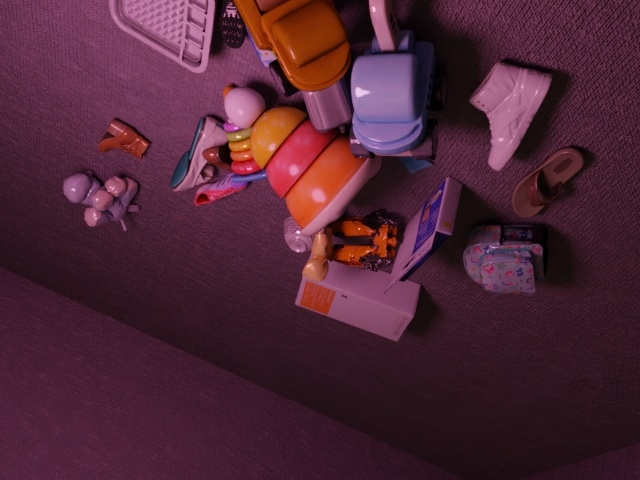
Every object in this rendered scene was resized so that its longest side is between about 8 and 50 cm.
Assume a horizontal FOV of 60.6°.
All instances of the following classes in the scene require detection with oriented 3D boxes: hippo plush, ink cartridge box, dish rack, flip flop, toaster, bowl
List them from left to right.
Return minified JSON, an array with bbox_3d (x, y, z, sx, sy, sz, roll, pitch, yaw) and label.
[{"bbox_3d":[-0.887,-0.201,2.213,0.236,0.234,0.294,36,-174,10],"label":"hippo plush"},{"bbox_3d":[-0.419,-0.644,1.483,0.332,0.072,0.286,31,143,3],"label":"dish rack"},{"bbox_3d":[-0.077,-0.007,2.102,0.169,0.080,0.170,13,141,11],"label":"bowl"},{"bbox_3d":[0.013,-0.397,1.481,0.129,0.227,0.147,-19,130,7],"label":"toaster"},{"bbox_3d":[0.325,-0.001,1.725,0.072,0.307,0.304,26,143,-7],"label":"ink cartridge box"},{"bbox_3d":[0.646,-0.154,1.570,0.112,0.080,0.277,27,142,-6],"label":"flip flop"}]

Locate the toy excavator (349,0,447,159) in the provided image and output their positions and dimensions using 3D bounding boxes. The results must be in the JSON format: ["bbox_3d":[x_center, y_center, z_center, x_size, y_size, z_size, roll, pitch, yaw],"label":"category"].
[{"bbox_3d":[0.169,-0.448,1.308,0.222,0.434,0.445,6,168,20],"label":"toy excavator"}]

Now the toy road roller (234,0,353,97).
[{"bbox_3d":[-0.051,-0.509,1.264,0.202,0.240,0.330,-29,102,-3],"label":"toy road roller"}]

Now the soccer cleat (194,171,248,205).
[{"bbox_3d":[-0.364,-0.185,2.017,0.247,0.095,0.083,-10,132,35],"label":"soccer cleat"}]

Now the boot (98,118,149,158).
[{"bbox_3d":[-0.727,-0.347,2.022,0.152,0.073,0.197,33,144,-20],"label":"boot"}]

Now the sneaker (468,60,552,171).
[{"bbox_3d":[0.462,-0.329,1.442,0.169,0.108,0.293,20,133,6],"label":"sneaker"}]

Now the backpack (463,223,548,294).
[{"bbox_3d":[0.594,0.059,1.779,0.253,0.191,0.225,5,140,28],"label":"backpack"}]

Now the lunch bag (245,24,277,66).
[{"bbox_3d":[-0.114,-0.542,1.466,0.128,0.096,0.151,2,128,24],"label":"lunch bag"}]

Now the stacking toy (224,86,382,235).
[{"bbox_3d":[-0.087,-0.280,1.621,0.480,0.351,0.350,42,139,-7],"label":"stacking toy"}]

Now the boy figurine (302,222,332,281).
[{"bbox_3d":[0.000,0.000,1.912,0.092,0.286,0.177,10,176,3],"label":"boy figurine"}]

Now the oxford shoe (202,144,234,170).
[{"bbox_3d":[-0.326,-0.273,1.825,0.075,0.076,0.212,-1,172,15],"label":"oxford shoe"}]

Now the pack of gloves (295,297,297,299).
[{"bbox_3d":[0.003,0.273,2.406,0.194,0.046,0.232,26,166,-7],"label":"pack of gloves"}]

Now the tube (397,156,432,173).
[{"bbox_3d":[0.247,-0.276,1.651,0.080,0.052,0.207,-15,134,44],"label":"tube"}]

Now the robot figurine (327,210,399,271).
[{"bbox_3d":[0.151,0.003,1.927,0.290,0.211,0.085,1,174,37],"label":"robot figurine"}]

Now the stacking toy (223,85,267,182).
[{"bbox_3d":[-0.244,-0.345,1.742,0.165,0.175,0.302,-5,124,26],"label":"stacking toy"}]

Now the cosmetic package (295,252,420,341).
[{"bbox_3d":[0.144,0.218,2.199,0.452,0.162,0.230,19,142,3],"label":"cosmetic package"}]

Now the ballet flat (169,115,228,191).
[{"bbox_3d":[-0.417,-0.276,1.924,0.139,0.139,0.400,32,140,-12],"label":"ballet flat"}]

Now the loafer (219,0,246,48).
[{"bbox_3d":[-0.226,-0.618,1.442,0.076,0.078,0.223,10,137,6],"label":"loafer"}]
